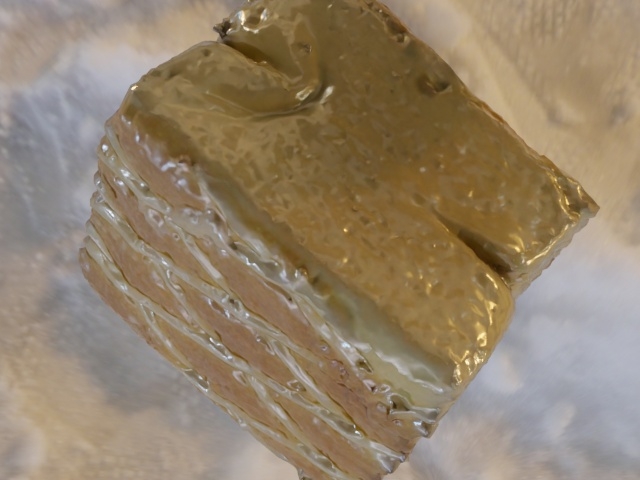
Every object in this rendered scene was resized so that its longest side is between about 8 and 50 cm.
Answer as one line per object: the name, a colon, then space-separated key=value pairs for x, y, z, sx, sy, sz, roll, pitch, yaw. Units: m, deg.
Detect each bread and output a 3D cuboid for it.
bread: x=0.000 y=0.000 z=1.414 sx=0.390 sy=0.371 sz=0.279 roll=43 pitch=65 yaw=9
